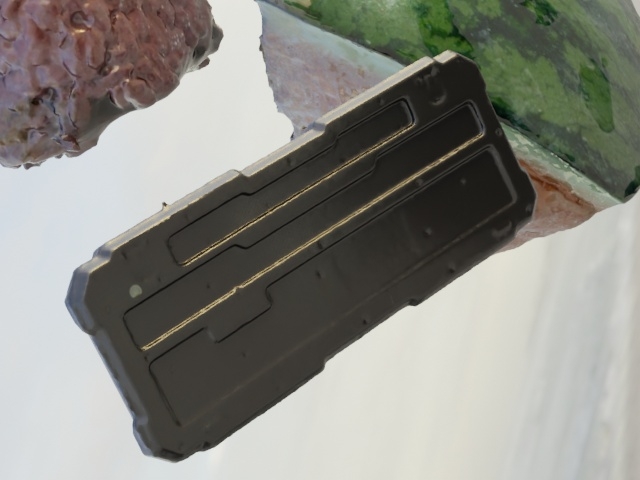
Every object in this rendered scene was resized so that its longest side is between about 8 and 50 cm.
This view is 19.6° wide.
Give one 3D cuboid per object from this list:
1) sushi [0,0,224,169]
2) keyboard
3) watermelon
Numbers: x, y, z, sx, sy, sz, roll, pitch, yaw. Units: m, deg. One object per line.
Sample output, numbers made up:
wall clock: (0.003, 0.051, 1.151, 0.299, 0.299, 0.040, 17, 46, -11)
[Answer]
sushi: (-0.216, -0.175, 1.630, 0.170, 0.237, 0.270, 60, -145, -9)
keyboard: (0.000, 0.000, 0.867, 0.262, 0.016, 0.106, -33, -77, -34)
watermelon: (0.098, -0.122, 1.268, 0.250, 0.283, 0.292, -52, 0, -21)
